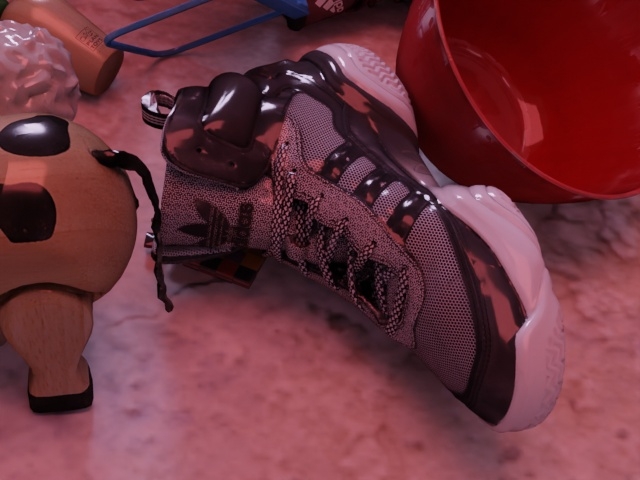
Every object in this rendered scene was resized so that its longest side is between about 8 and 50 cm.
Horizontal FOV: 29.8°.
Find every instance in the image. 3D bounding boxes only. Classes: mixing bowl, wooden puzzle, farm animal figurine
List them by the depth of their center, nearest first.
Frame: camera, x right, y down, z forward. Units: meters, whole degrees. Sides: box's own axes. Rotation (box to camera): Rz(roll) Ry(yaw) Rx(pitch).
[{"bbox_3d":[-0.218,0.018,0.501,0.327,0.172,0.330,-17,51,-24],"label":"farm animal figurine"},{"bbox_3d":[-0.053,0.000,0.661,0.083,0.006,0.049,20,47,9],"label":"wooden puzzle"},{"bbox_3d":[0.112,-0.092,0.692,0.182,0.098,0.181,12,65,-28],"label":"mixing bowl"}]

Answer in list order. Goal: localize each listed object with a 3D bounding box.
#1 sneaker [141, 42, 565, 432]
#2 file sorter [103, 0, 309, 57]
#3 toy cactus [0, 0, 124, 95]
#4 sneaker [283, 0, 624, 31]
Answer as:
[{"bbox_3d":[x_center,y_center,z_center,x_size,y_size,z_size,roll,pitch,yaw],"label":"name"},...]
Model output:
[{"bbox_3d":[0.000,0.000,0.600,0.153,0.101,0.268,-9,44,-24],"label":"sneaker"},{"bbox_3d":[-0.092,-0.204,0.715,0.105,0.118,0.170,-19,89,14],"label":"file sorter"},{"bbox_3d":[-0.201,-0.155,0.734,0.181,0.112,0.219,30,40,6],"label":"toy cactus"},{"bbox_3d":[0.062,-0.169,0.795,0.281,0.106,0.162,35,62,29],"label":"sneaker"}]
